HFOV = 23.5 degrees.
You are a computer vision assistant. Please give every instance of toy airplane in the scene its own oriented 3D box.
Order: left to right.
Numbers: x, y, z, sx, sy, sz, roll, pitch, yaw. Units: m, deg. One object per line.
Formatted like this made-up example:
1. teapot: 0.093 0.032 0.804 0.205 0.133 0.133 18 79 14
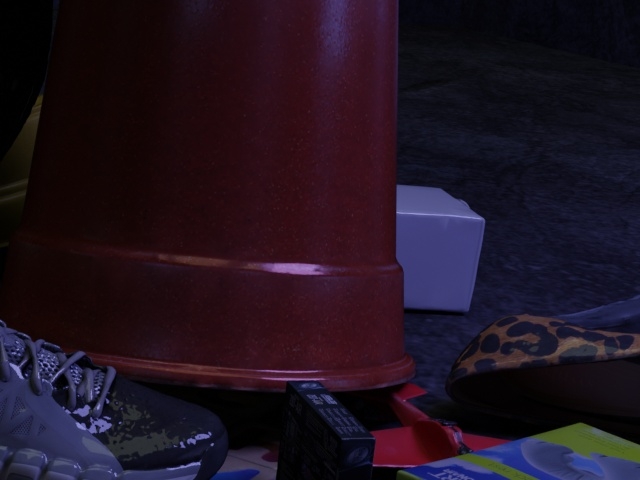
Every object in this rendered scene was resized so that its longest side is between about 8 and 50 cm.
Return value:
1. toy airplane: 0.057 0.108 0.892 0.151 0.028 0.151 10 9 -2

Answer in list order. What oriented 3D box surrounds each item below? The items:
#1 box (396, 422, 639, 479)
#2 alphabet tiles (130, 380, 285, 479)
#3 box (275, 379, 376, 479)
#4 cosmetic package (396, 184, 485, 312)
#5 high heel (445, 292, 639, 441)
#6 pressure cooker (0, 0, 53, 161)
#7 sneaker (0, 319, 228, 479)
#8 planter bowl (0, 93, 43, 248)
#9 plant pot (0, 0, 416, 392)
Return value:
1. box: 0.119 0.139 0.778 0.109 0.042 0.178 19 17 42
2. alphabet tiles: -0.171 0.107 0.836 0.285 0.011 0.342 13 15 25
3. box: 0.001 0.115 0.769 0.018 0.067 0.083 2 14 -21
4. cosmetic package: 0.000 0.000 1.213 0.231 0.085 0.117 5 13 -13
5. high heel: 0.207 0.105 0.907 0.186 0.093 0.261 -14 24 -29
6. pressure cooker: -0.417 -0.169 1.056 0.376 0.369 0.420 -2 5 -30
7. sneaker: -0.154 0.055 0.756 0.229 0.132 0.086 4 14 -9
8. planter bowl: -0.201 -0.073 1.221 0.217 0.090 0.217 -19 12 4
9. plant pot: -0.064 -0.061 0.952 0.273 0.265 0.272 5 4 0
